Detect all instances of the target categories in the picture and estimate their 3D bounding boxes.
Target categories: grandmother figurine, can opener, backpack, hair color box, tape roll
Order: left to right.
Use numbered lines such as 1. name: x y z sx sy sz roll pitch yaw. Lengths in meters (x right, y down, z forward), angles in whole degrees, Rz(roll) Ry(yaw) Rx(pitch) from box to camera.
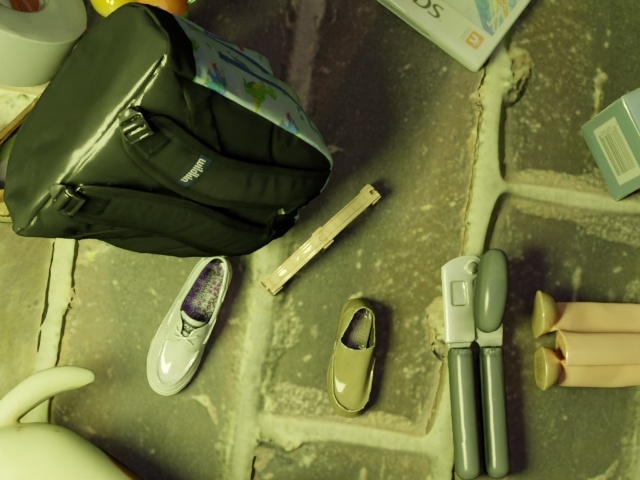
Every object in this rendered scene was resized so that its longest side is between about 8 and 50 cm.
1. tape roll: -0.386 -0.281 1.662 0.219 0.219 0.072 41 121 1
2. backpack: -0.147 -0.108 1.596 0.355 0.273 0.290 23 119 -38
3. can opener: 0.191 0.151 1.722 0.074 0.093 0.280 -1 87 -6
4. grandmother figurine: 0.438 0.132 1.738 0.342 0.104 0.208 -2 91 -2
5. hair color box: 0.529 -0.183 1.740 0.374 0.185 0.114 -25 86 -7

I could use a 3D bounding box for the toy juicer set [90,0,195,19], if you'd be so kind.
1. toy juicer set: -0.240 -0.379 1.703 0.089 0.209 0.329 -24 56 -40

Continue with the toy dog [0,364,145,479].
1. toy dog: -0.205 0.364 1.592 0.408 0.284 0.395 10 64 -5

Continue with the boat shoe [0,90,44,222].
1. boat shoe: -0.286 -0.143 1.700 0.122 0.120 0.324 45 81 2

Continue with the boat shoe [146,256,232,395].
1. boat shoe: -0.156 0.100 1.707 0.066 0.063 0.184 30 81 0

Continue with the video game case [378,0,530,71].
1. video game case: 0.177 -0.432 1.819 0.300 0.036 0.329 37 81 0

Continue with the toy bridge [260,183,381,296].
1. toy bridge: 0.000 0.000 1.734 0.188 0.063 0.026 -42 88 -9

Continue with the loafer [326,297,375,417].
1. loafer: 0.039 0.142 1.725 0.056 0.050 0.148 4 82 -4
